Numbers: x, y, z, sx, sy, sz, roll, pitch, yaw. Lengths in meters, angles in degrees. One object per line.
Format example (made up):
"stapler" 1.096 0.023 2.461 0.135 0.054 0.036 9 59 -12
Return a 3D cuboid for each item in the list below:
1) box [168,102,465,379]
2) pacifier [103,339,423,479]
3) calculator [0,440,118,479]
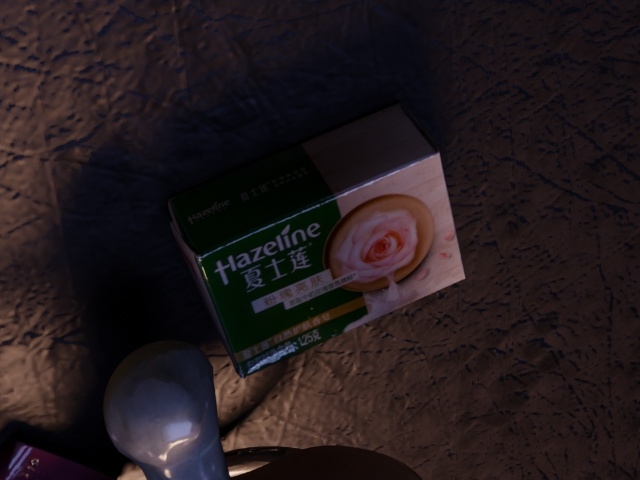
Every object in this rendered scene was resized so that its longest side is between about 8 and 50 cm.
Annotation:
"box" 0.000 0.000 1.059 0.199 0.081 0.135 -25 133 -9
"pacifier" -0.080 0.215 1.043 0.332 0.220 0.273 -13 149 4
"calculator" -0.257 0.247 1.158 0.190 0.034 0.126 -46 133 14
